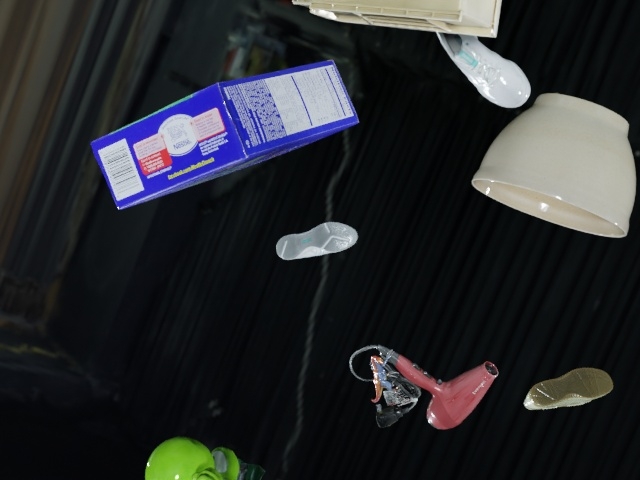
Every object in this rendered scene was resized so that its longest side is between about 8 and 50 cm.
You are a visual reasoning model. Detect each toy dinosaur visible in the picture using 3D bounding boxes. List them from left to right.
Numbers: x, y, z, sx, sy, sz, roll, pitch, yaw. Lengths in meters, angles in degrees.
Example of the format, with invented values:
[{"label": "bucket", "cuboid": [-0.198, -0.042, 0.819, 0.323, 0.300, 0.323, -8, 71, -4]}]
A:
[{"label": "toy dinosaur", "cuboid": [0.102, 0.229, 1.786, 0.082, 0.090, 0.047, 43, -177, -30]}]

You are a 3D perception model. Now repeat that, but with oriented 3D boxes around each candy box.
[{"label": "candy box", "cuboid": [-0.139, -0.167, 1.619, 0.268, 0.122, 0.317, -18, -176, 34]}]

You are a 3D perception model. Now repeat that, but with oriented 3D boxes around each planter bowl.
[{"label": "planter bowl", "cuboid": [0.246, -0.081, 1.063, 0.162, 0.109, 0.162, 20, 178, 1]}]

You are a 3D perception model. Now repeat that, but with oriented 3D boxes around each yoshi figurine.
[{"label": "yoshi figurine", "cuboid": [-0.203, 0.437, 1.580, 0.203, 0.203, 0.362, -3, -144, 1]}]

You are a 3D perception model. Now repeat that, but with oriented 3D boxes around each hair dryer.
[{"label": "hair dryer", "cuboid": [0.220, 0.302, 2.163, 0.293, 0.224, 0.080, -11, -142, 15]}]

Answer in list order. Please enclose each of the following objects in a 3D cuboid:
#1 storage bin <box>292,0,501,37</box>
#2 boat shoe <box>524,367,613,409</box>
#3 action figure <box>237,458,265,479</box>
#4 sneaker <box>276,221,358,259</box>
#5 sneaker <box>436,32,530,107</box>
[{"label": "storage bin", "cuboid": [0.112, -0.420, 1.404, 0.260, 0.262, 0.123, 11, -172, 27]}, {"label": "boat shoe", "cuboid": [0.417, 0.254, 1.781, 0.153, 0.056, 0.048, -14, 157, -16]}, {"label": "action figure", "cuboid": [-0.185, 0.552, 2.106, 0.137, 0.232, 0.063, 12, -173, 42]}, {"label": "sneaker", "cuboid": [0.000, 0.000, 1.864, 0.152, 0.054, 0.061, -10, 174, 26]}, {"label": "sneaker", "cuboid": [0.274, -0.312, 1.859, 0.212, 0.080, 0.094, 46, -159, 20]}]
